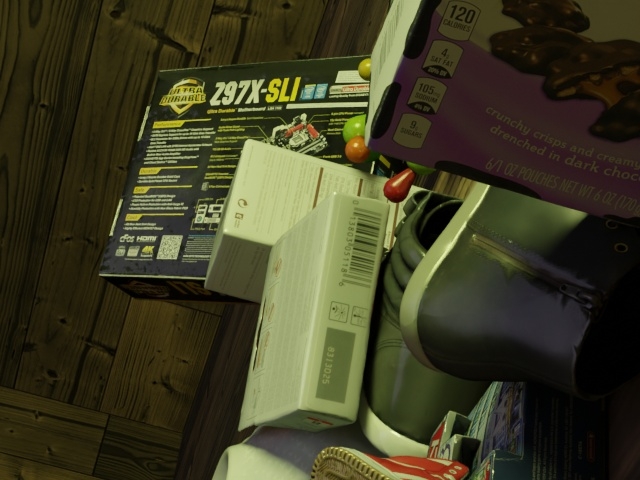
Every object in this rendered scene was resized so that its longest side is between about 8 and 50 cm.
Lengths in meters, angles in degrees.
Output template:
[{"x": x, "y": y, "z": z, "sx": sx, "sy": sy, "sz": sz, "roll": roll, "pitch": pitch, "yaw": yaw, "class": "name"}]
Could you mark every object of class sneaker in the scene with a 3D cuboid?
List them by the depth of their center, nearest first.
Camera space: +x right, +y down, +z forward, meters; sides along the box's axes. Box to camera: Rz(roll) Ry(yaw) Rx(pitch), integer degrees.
[{"x": 0.054, "y": 0.127, "z": 0.577, "sx": 0.118, "sy": 0.067, "sz": 0.042, "roll": 31, "pitch": 104, "yaw": 51, "class": "sneaker"}, {"x": 0.140, "y": -0.021, "z": 0.618, "sx": 0.118, "sy": 0.083, "sz": 0.222, "roll": 12, "pitch": 68, "yaw": 52, "class": "sneaker"}, {"x": 0.072, "y": 0.025, "z": 0.899, "sx": 0.295, "sy": 0.105, "sz": 0.147, "roll": -108, "pitch": 36, "yaw": -67, "class": "sneaker"}]

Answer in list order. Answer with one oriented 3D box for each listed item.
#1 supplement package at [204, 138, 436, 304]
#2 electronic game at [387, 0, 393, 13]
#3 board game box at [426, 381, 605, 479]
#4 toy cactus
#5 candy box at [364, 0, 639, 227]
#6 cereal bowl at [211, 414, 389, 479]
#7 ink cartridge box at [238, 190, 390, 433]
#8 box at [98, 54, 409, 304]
[{"x": 0.000, "y": 0.000, "z": 1.156, "sx": 0.105, "sy": 0.179, "sz": 0.105, "roll": 116, "pitch": 167, "yaw": -55, "class": "supplement package"}, {"x": 0.124, "y": -0.320, "z": 1.446, "sx": 0.229, "sy": 0.048, "sz": 0.229, "roll": -165, "pitch": 90, "yaw": -83, "class": "electronic game"}, {"x": 0.080, "y": 0.161, "z": 0.669, "sx": 0.194, "sy": 0.060, "sz": 0.194, "roll": 116, "pitch": 168, "yaw": -50, "class": "board game box"}, {"x": 0.097, "y": -0.130, "z": 1.132, "sx": 0.180, "sy": 0.112, "sz": 0.219, "roll": -51, "pitch": 12, "yaw": 19, "class": "toy cactus"}, {"x": 0.124, "y": -0.105, "z": 0.486, "sx": 0.070, "sy": 0.165, "sz": 0.196, "roll": -83, "pitch": 11, "yaw": -50, "class": "candy box"}, {"x": -0.022, "y": 0.246, "z": 0.948, "sx": 0.339, "sy": 0.141, "sz": 0.339, "roll": -165, "pitch": 90, "yaw": -83, "class": "cereal bowl"}, {"x": -0.008, "y": 0.059, "z": 0.880, "sx": 0.179, "sy": 0.045, "sz": 0.145, "roll": 137, "pitch": 145, "yaw": -71, "class": "ink cartridge box"}, {"x": -0.063, "y": -0.062, "z": 1.372, "sx": 0.079, "sy": 0.322, "sz": 0.257, "roll": 42, "pitch": -124, "yaw": -50, "class": "box"}]
